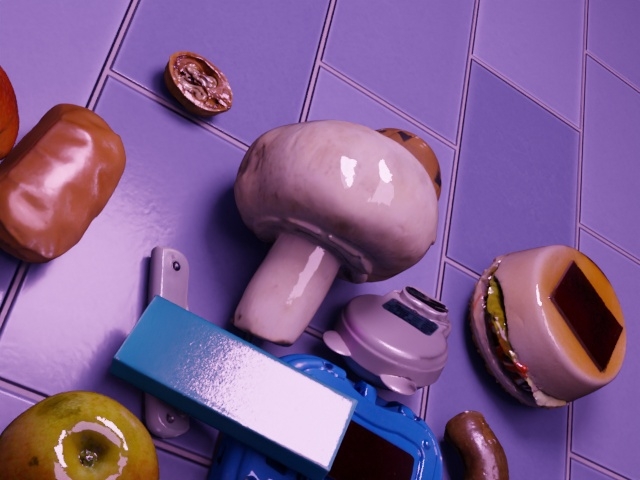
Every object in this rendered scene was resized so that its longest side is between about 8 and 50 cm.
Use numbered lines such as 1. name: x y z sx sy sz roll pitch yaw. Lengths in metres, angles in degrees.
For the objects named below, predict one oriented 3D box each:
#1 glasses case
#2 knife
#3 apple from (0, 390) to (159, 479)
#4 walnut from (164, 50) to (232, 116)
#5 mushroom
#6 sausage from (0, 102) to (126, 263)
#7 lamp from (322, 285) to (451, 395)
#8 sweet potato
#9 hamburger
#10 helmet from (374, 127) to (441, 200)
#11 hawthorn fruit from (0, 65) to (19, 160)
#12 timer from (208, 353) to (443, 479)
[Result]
1. glasses case: -0.110 0.192 1.147 0.300 0.070 0.117 27 50 2
2. knife: -0.205 0.136 1.219 0.073 0.040 0.266 13 61 -37
3. apple: -0.276 0.264 1.010 0.195 0.196 0.196 16 61 -30
4. walnut: -0.195 -0.236 1.390 0.121 0.052 0.091 42 49 -16
5. mushroom: 0.000 0.000 1.295 0.314 0.314 0.336 31 80 -21
6. sausage: -0.345 -0.080 1.163 0.136 0.120 0.241 47 48 -28
7. lamp: 0.115 0.156 1.391 0.179 0.108 0.246 35 31 15
8. sweet potato: 0.234 0.410 1.393 0.112 0.085 0.286 9 71 5
9. hamburger: 0.397 0.146 1.570 0.302 0.170 0.302 19 58 -34
10. helmet: 0.120 -0.103 1.510 0.198 0.130 0.224 51 50 -2
11. hawthorn fruit: -0.479 -0.171 1.090 0.196 0.197 0.225 -15 51 -40
12. timer: 0.019 0.334 1.243 0.340 0.115 0.309 33 51 -19
